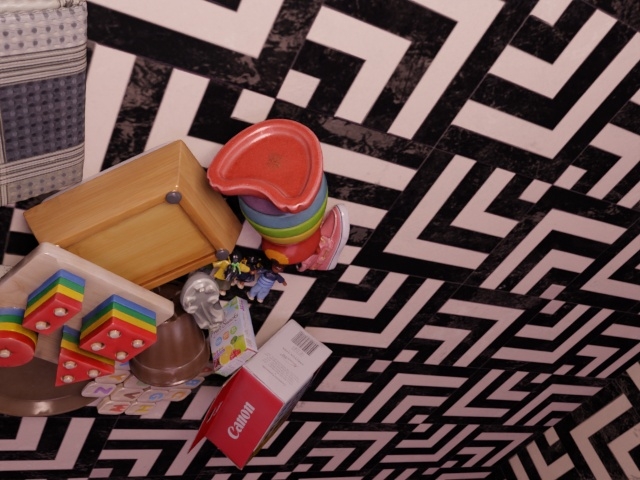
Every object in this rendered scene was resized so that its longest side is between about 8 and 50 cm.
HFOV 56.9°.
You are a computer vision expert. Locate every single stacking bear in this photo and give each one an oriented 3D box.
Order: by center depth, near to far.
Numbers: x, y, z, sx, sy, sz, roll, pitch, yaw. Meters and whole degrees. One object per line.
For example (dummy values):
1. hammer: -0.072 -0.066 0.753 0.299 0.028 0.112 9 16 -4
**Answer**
1. stacking bear: -0.063 -0.057 1.031 0.176 0.164 0.289 17 152 15

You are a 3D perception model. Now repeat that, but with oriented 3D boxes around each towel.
1. towel: -0.465 -0.161 0.769 0.324 0.056 0.312 -25 150 -39

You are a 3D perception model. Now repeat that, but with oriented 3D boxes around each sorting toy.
1. sorting toy: -0.430 0.153 0.998 0.255 0.089 0.257 -33 135 23

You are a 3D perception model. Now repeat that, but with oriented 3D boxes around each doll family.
1. doll family: -0.157 0.061 1.185 0.193 0.076 0.111 12 126 -36

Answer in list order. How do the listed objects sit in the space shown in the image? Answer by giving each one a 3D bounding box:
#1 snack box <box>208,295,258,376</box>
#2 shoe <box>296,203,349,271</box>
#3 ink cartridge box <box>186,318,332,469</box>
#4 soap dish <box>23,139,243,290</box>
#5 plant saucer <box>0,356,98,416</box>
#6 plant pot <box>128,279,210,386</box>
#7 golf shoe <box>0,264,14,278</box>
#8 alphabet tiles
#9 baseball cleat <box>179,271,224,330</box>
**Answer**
1. snack box: -0.191 0.204 1.267 0.100 0.141 0.037 -38 134 20
2. shoe: 0.000 0.000 1.177 0.081 0.063 0.178 -7 141 -20
3. ink cartridge box: -0.145 0.380 1.375 0.272 0.130 0.309 -38 161 -49
4. soap dish: -0.306 -0.018 1.009 0.291 0.118 0.229 -24 138 5
5. plant saucer: -0.598 0.298 1.288 0.278 0.041 0.277 -13 140 -11
6. plant pot: -0.311 0.179 1.194 0.167 0.167 0.165 -6 130 -14
7. golf shoe: -0.603 0.162 1.102 0.140 0.115 0.306 10 132 -33
8. alphabet tiles: -0.391 0.327 1.382 0.284 0.021 0.278 -44 142 22
9. baseball cleat: -0.223 0.092 1.077 0.072 0.109 0.206 -18 152 -15
